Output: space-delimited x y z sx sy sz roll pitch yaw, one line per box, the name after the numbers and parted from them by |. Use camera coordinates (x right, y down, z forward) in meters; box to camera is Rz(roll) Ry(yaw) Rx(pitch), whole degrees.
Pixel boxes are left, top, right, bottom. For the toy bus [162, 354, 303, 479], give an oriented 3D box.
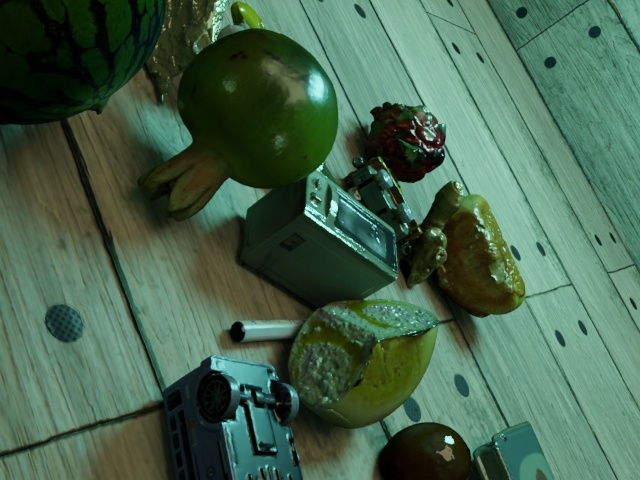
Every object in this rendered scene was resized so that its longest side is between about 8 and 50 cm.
-0.087 0.285 0.824 0.125 0.133 0.292 22 43 -50 | toy bus

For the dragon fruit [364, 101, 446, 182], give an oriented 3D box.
0.182 -0.215 1.584 0.182 0.182 0.189 28 60 -37 | dragon fruit

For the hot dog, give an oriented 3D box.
0.313 0.044 1.543 0.150 0.153 0.257 -19 84 -61 | hot dog

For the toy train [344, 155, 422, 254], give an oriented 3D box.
0.130 -0.072 1.466 0.219 0.089 0.127 61 22 9 | toy train

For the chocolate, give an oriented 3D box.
0.158 0.348 1.139 0.133 0.127 0.124 -17 45 -44 | chocolate

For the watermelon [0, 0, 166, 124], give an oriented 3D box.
-0.345 -0.296 0.803 0.363 0.363 0.363 33 39 -32 | watermelon

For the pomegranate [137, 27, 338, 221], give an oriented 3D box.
-0.116 -0.152 1.025 0.236 0.236 0.302 47 71 -14 | pomegranate

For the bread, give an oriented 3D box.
0.054 0.186 1.092 0.260 0.158 0.156 -7 110 -43 | bread

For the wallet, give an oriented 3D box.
0.391 0.514 1.310 0.252 0.083 0.360 10 54 -55 | wallet

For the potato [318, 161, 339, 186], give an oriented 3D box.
-0.014 -0.099 1.300 0.188 0.085 0.105 57 34 -8 | potato

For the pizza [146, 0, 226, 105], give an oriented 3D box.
-0.232 -0.341 1.174 0.034 0.181 0.262 38 54 -68 | pizza

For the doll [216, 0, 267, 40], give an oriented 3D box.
-0.115 -0.284 1.244 0.252 0.111 0.237 -89 171 -55 | doll

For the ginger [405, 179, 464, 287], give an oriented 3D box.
0.229 -0.015 1.456 0.058 0.214 0.133 22 29 -19 | ginger

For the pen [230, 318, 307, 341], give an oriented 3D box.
-0.033 0.134 1.118 0.269 0.033 0.033 6 58 -50 | pen

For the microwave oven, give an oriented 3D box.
0.000 0.000 1.156 0.205 0.163 0.129 36 38 -30 | microwave oven
